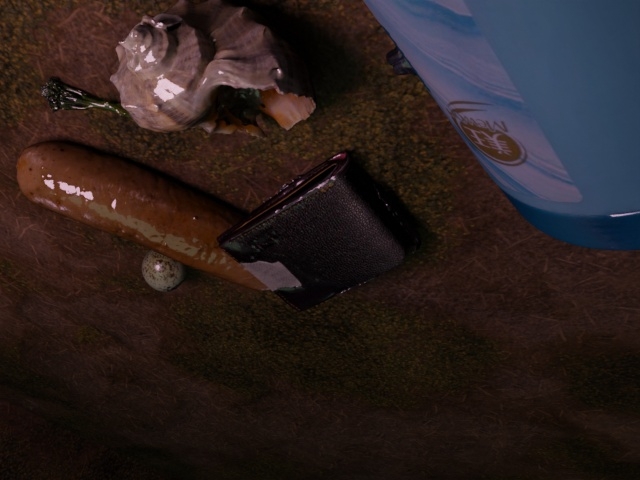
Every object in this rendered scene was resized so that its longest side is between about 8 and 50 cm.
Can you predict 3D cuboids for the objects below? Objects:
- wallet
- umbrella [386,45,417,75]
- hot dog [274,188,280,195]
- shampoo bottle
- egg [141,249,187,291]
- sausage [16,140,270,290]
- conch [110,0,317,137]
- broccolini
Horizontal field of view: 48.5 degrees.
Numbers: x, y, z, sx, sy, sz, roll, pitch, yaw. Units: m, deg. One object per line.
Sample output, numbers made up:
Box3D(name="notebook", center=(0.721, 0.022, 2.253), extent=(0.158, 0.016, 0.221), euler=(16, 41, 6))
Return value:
Box3D(name="wallet", center=(0.000, 0.000, 1.141), extent=(0.262, 0.071, 0.221), euler=(-31, 131, 20))
Box3D(name="umbrella", center=(0.108, -0.286, 0.768), extent=(0.071, 0.080, 0.224), euler=(40, 150, 27))
Box3D(name="hot dog", center=(-0.049, -0.038, 1.187), extent=(0.057, 0.041, 0.133), euler=(-1, 143, 18))
Box3D(name="shampoo bottle", center=(0.226, -0.220, 0.585), extent=(0.331, 0.331, 0.343), euler=(-16, 135, 36))
Box3D(name="egg", center=(-0.299, 0.057, 1.365), extent=(0.085, 0.085, 0.110), euler=(11, 145, 3))
Box3D(name="sausage", center=(-0.258, -0.034, 1.191), extent=(0.501, 0.123, 0.136), euler=(23, 149, -16))
Box3D(name="conch", center=(-0.126, -0.215, 0.871), extent=(0.210, 0.158, 0.291), euler=(-16, 175, 23))
Box3D(name="broccolini", center=(-0.306, -0.200, 1.058), extent=(0.218, 0.042, 0.044), euler=(10, 145, -6))
